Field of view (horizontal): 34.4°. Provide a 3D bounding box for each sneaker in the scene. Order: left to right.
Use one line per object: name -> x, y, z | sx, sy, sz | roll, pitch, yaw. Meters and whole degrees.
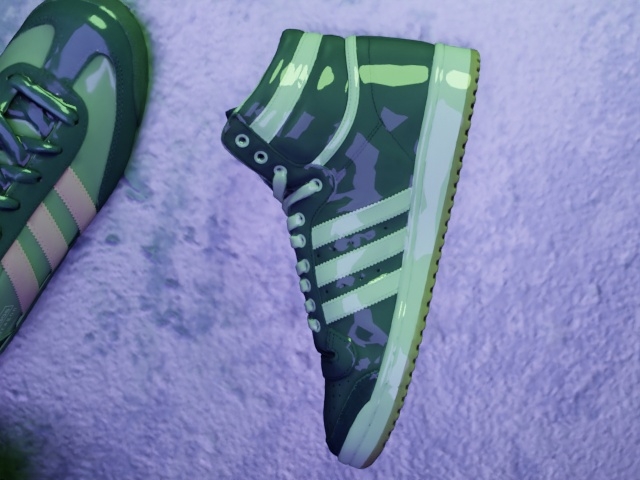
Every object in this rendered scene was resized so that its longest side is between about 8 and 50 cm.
sneaker -> -0.216, -0.018, 0.680 | 0.112, 0.131, 0.319 | 29, 102, 1
sneaker -> 0.000, 0.000, 0.676 | 0.153, 0.099, 0.282 | 12, 95, -2
